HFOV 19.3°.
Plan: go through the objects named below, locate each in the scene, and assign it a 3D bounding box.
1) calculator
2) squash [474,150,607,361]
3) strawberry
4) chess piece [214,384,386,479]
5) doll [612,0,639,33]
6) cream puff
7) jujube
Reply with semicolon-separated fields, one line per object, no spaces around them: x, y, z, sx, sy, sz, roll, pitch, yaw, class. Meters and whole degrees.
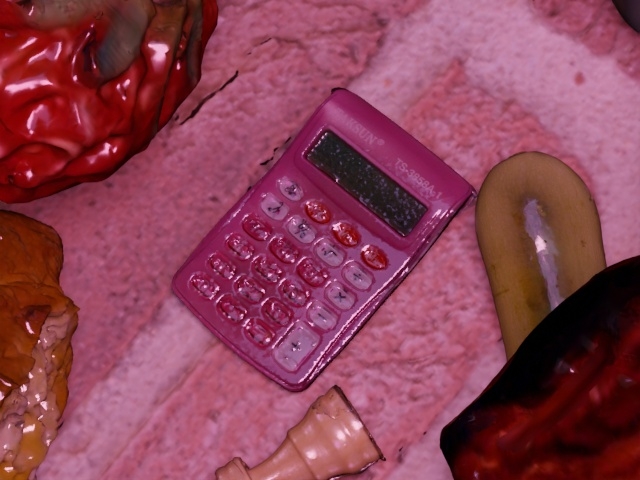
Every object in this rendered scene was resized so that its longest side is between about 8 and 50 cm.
0.000;0.000;1.274;0.127;0.034;0.190;40;85;15;calculator
0.149;0.061;1.219;0.083;0.083;0.250;-6;75;3;squash
-0.241;-0.157;1.244;0.345;0.295;0.317;-17;61;37;strawberry
-0.044;0.163;1.215;0.172;0.060;0.060;-33;72;-3;chess piece
0.325;-0.176;1.225;0.261;0.177;0.161;22;71;14;doll
-0.265;0.093;1.204;0.241;0.155;0.269;-19;51;-2;cream puff
0.180;0.101;1.088;0.236;0.168;0.168;-27;71;17;jujube
